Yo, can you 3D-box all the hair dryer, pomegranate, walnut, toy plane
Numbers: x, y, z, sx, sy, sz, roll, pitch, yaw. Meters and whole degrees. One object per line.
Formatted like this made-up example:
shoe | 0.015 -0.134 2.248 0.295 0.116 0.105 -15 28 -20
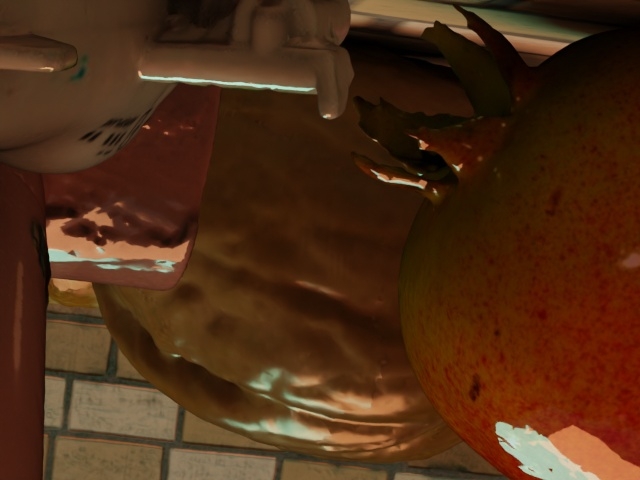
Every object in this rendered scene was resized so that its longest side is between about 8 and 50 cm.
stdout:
hair dryer | -0.132 0.010 0.462 0.210 0.125 0.352 8 -146 -15
pomegranate | 0.125 0.007 0.672 0.256 0.221 0.221 39 -179 -4
walnut | -0.001 0.002 0.978 0.313 0.252 0.277 19 -172 26
toy plane | -0.076 -0.050 0.403 0.174 0.080 0.174 1 -164 0

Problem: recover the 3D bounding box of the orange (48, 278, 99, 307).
orange | -0.220 -0.059 1.588 0.329 0.249 0.329 9 -173 -1
